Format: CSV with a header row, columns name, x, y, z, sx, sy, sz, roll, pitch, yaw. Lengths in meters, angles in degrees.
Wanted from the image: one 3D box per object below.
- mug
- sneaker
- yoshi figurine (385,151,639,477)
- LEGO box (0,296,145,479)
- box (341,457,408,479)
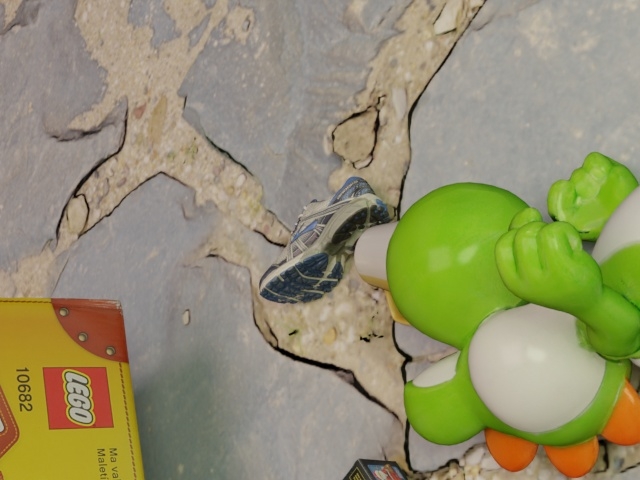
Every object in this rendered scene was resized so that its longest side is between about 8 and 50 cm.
name,x,y,z,sx,sy,sz,roll,pitch,yaw
mug,0.056,0.020,0.898,0.064,0.062,0.078,3,75,54
sneaker,0.000,0.000,0.975,0.135,0.052,0.058,-40,43,23
yoshi figurine,0.166,0.000,0.709,0.362,0.203,0.203,-34,41,38
LEGO box,-0.277,0.349,0.985,0.372,0.193,0.500,-48,47,50
box,0.053,0.293,0.836,0.159,0.044,0.233,-55,47,21
